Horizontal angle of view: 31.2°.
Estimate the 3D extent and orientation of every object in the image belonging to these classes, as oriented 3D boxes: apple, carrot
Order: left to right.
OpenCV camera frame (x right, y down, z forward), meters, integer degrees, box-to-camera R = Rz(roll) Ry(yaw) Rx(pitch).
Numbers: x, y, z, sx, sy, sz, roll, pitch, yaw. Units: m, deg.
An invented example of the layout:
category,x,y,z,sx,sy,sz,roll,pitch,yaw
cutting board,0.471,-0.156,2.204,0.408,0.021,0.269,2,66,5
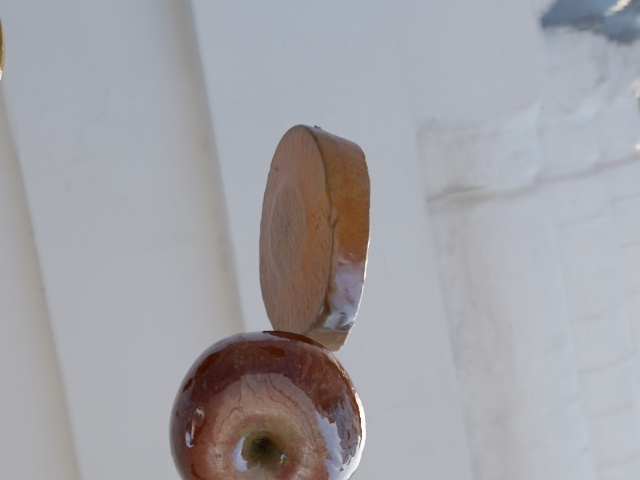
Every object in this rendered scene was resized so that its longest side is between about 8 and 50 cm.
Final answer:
category,x,y,z,sx,sy,sz,roll,pitch,yaw
apple,-0.054,0.180,1.140,0.201,0.201,0.162,-9,-161,4
carrot,0.000,0.000,1.419,0.100,0.258,0.307,4,-144,-16

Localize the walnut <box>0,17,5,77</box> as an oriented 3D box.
category,x,y,z,sx,sy,sz,roll,pitch,yaw
walnut,-0.606,-0.257,1.430,0.383,0.384,0.383,-10,-176,1
